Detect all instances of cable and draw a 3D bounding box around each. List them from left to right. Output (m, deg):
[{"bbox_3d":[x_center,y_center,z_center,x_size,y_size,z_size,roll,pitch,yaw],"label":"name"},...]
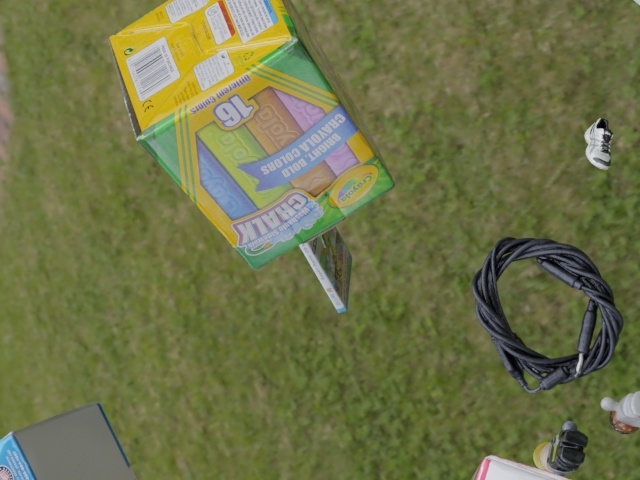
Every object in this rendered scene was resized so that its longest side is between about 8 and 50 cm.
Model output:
[{"bbox_3d":[0.259,0.075,1.344,0.150,0.047,0.184,-28,79,19],"label":"cable"}]

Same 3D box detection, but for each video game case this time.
[{"bbox_3d":[0.000,0.000,1.566,0.015,0.119,0.166,-18,124,18],"label":"video game case"}]

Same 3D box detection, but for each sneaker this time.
[{"bbox_3d":[0.372,-0.130,1.540,0.083,0.032,0.037,-92,26,-44],"label":"sneaker"}]

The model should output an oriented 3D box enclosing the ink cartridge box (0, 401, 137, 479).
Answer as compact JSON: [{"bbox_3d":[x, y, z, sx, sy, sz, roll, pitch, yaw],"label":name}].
[{"bbox_3d":[-0.349,0.325,1.351,0.232,0.168,0.171,-31,83,23],"label":"ink cartridge box"}]

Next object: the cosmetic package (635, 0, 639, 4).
[{"bbox_3d":[0.452,-0.378,1.401,0.151,0.151,0.184,32,131,-9],"label":"cosmetic package"}]

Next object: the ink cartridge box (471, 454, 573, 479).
[{"bbox_3d":[0.137,0.261,0.850,0.100,0.172,0.237,17,167,10],"label":"ink cartridge box"}]

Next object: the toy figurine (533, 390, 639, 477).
[{"bbox_3d":[0.441,0.339,1.695,0.209,0.213,0.148,57,168,15],"label":"toy figurine"}]

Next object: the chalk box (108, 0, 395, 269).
[{"bbox_3d":[-0.038,-0.080,0.870,0.213,0.132,0.132,51,-169,-45],"label":"chalk box"}]
